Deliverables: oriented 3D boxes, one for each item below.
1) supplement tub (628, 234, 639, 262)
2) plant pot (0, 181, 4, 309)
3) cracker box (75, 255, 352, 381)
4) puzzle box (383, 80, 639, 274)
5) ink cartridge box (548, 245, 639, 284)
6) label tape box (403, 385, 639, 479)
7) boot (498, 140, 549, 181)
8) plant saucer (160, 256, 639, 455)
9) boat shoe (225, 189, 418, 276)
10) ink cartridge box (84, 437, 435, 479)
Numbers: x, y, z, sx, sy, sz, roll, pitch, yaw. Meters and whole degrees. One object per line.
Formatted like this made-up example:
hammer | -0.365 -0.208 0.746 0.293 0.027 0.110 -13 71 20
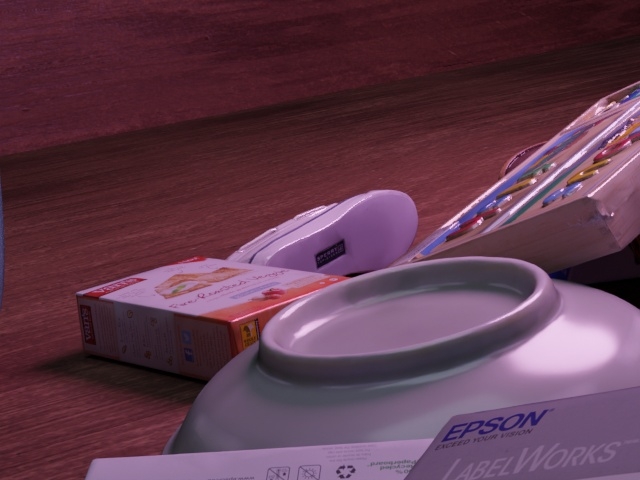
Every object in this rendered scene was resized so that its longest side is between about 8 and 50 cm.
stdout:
supplement tub | 0.334 -0.011 1.328 0.106 0.106 0.198 -8 26 -3
plant pot | -0.426 0.030 1.338 0.293 0.235 0.293 -6 12 1
cracker box | -0.100 0.071 1.367 0.232 0.067 0.155 5 17 45
puzzle box | 0.261 -0.072 1.311 0.409 0.052 0.272 -36 9 -40
ink cartridge box | 0.357 -0.013 1.518 0.370 0.069 0.176 -10 14 -2
label tape box | 0.135 0.127 0.554 0.249 0.115 0.348 -17 22 44
boot | 0.357 -0.083 1.697 0.248 0.090 0.207 -4 0 -21
plant saucer | 0.069 0.090 1.040 0.400 0.101 0.400 -12 13 3
boat shoe | 0.000 0.000 1.564 0.084 0.095 0.258 11 20 42
ink cartridge box | -0.042 0.198 0.779 0.223 0.045 0.224 -5 30 11
